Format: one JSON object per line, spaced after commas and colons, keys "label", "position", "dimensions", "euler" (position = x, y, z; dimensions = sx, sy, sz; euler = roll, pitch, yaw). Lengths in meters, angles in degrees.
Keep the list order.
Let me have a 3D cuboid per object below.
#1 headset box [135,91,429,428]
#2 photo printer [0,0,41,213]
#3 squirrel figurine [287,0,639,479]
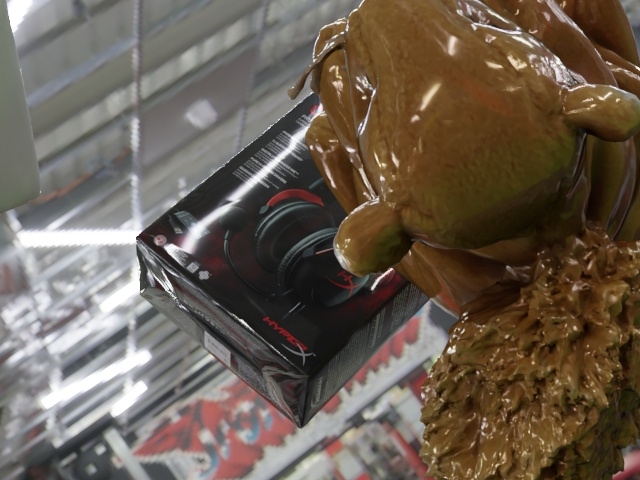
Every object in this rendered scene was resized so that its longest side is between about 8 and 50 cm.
{"label": "headset box", "position": [0.000, 0.000, 1.163], "dimensions": [0.293, 0.218, 0.110], "euler": [-41, -22, -28]}
{"label": "photo printer", "position": [-0.422, -0.106, 1.090], "dimensions": [0.307, 0.107, 0.256], "euler": [-25, -57, -37]}
{"label": "squirrel figurine", "position": [0.140, -0.015, 0.812], "dimensions": [0.281, 0.397, 0.370], "euler": [-23, -4, 8]}
